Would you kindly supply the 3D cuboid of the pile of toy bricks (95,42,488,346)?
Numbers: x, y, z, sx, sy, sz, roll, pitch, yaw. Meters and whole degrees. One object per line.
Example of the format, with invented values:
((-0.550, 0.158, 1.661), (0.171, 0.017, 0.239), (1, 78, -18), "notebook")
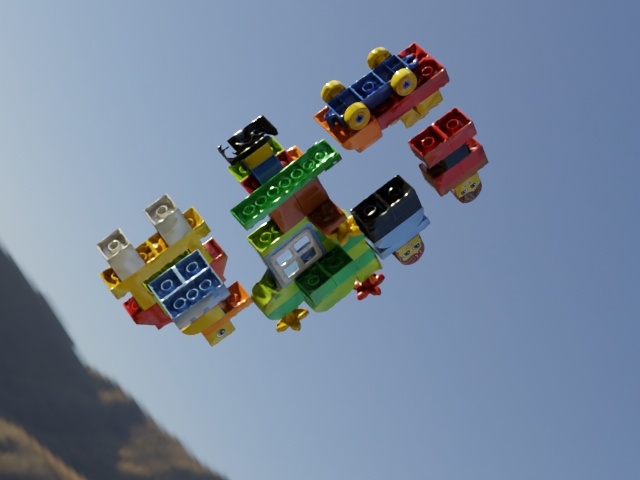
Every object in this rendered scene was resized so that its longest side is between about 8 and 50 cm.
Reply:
((0.000, 0.000, 0.808), (0.118, 0.212, 0.105), (49, -8, 42), "pile of toy bricks")
